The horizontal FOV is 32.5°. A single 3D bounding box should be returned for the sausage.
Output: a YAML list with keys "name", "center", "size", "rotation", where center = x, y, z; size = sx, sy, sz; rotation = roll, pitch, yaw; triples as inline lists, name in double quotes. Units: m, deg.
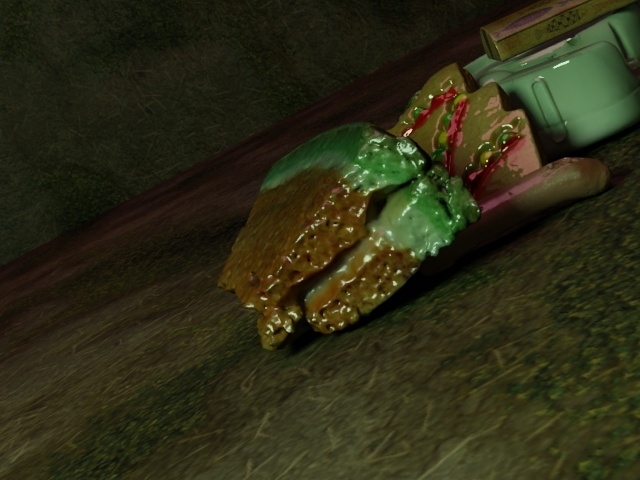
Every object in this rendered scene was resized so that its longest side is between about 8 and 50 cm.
- name: "sausage"
  center: [0.162, -0.025, 0.943]
  size: [0.186, 0.043, 0.043]
  rotation: [-27, 11, 1]

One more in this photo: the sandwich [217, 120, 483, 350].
- name: "sandwich"
  center: [0.004, -0.009, 0.973]
  size: [0.212, 0.109, 0.292]
  rotation: [-47, 15, 2]

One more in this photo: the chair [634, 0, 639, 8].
- name: "chair"
  center: [0.406, -0.329, 1.389]
  size: [0.260, 0.154, 0.141]
  rotation: [-5, -8, 6]

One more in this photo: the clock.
- name: "clock"
  center: [0.261, -0.178, 1.237]
  size: [0.265, 0.108, 0.324]
  rotation: [-18, 14, 38]

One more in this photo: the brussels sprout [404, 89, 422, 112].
- name: "brussels sprout"
  center: [0.167, -0.208, 1.723]
  size: [0.085, 0.058, 0.085]
  rotation: [-24, -6, -3]

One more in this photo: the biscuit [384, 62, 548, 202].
- name: "biscuit"
  center: [0.127, -0.076, 1.058]
  size: [0.239, 0.041, 0.212]
  rotation: [16, 74, 54]

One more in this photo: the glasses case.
- name: "glasses case"
  center: [0.256, -0.243, 1.165]
  size: [0.170, 0.041, 0.064]
  rotation: [-24, 13, 1]
